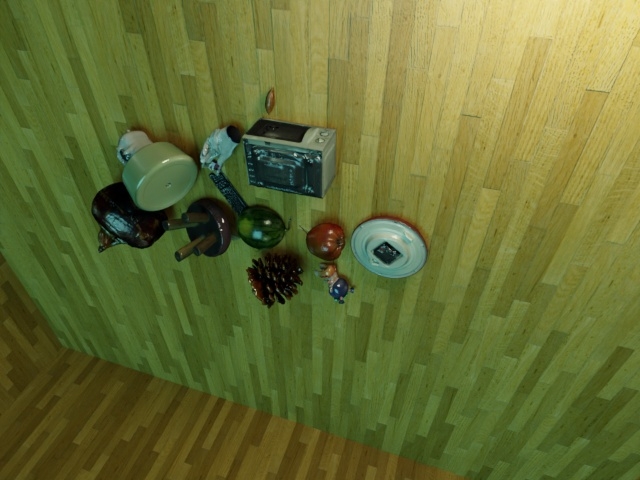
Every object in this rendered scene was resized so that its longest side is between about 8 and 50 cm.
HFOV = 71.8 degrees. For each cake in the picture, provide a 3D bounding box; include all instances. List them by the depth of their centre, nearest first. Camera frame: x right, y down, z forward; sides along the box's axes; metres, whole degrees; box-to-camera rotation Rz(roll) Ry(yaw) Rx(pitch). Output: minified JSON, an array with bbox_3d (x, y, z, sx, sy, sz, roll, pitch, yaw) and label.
[{"bbox_3d":[-0.419,-0.044,2.064,0.052,0.065,0.121,-11,147,32],"label":"cake"}]

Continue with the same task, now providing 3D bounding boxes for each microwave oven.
[{"bbox_3d":[-0.108,-0.292,1.595,0.295,0.181,0.237,12,132,13],"label":"microwave oven"}]

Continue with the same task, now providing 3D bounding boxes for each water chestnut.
[{"bbox_3d":[-0.896,-0.087,2.022,0.335,0.347,0.335,39,174,5],"label":"water chestnut"}]

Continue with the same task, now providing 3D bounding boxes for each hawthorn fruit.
[{"bbox_3d":[0.000,0.000,1.845,0.204,0.162,0.162,6,134,39],"label":"hawthorn fruit"}]

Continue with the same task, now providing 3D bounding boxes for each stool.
[{"bbox_3d":[-0.547,-0.038,1.961,0.272,0.179,0.271,15,116,34],"label":"stool"}]

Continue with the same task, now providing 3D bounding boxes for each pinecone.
[{"bbox_3d":[-0.195,0.174,2.018,0.264,0.264,0.264,12,134,13],"label":"pinecone"}]

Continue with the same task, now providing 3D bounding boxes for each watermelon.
[{"bbox_3d":[-0.261,-0.037,1.932,0.232,0.127,0.204,18,132,0],"label":"watermelon"}]

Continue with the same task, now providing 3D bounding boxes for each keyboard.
[{"bbox_3d":[-0.391,-0.202,1.913,0.072,0.023,0.231,-16,122,31],"label":"keyboard"}]

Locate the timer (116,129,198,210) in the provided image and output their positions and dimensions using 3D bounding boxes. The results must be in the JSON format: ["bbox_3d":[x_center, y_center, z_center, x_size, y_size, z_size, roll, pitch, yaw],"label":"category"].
[{"bbox_3d":[-0.714,-0.325,1.812,0.315,0.291,0.290,45,137,14],"label":"timer"}]

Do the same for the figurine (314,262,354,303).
[{"bbox_3d":[0.061,0.197,2.013,0.102,0.111,0.195,1,134,50],"label":"figurine"}]

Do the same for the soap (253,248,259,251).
[{"bbox_3d":[-0.306,0.020,2.082,0.034,0.012,0.089,11,133,14],"label":"soap"}]

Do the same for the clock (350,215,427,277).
[{"bbox_3d":[0.274,0.036,1.795,0.319,0.080,0.318,12,133,13],"label":"clock"}]

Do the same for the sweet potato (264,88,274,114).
[{"bbox_3d":[-0.177,-0.489,1.553,0.034,0.034,0.095,20,124,6],"label":"sweet potato"}]

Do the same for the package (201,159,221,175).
[{"bbox_3d":[-0.451,-0.311,1.832,0.083,0.029,0.059,26,112,-3],"label":"package"}]

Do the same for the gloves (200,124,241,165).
[{"bbox_3d":[-0.388,-0.363,1.715,0.229,0.097,0.119,-28,110,34],"label":"gloves"}]
